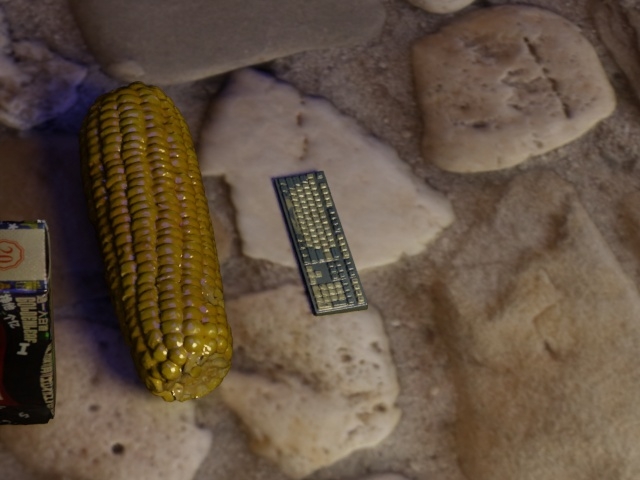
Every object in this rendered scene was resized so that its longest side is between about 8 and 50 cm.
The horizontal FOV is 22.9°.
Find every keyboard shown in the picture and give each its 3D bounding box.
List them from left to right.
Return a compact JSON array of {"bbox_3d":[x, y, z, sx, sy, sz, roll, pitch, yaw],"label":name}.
[{"bbox_3d":[0.000,0.001,1.598,0.055,0.014,0.176,-9,53,-12],"label":"keyboard"}]

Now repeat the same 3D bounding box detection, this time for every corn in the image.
[{"bbox_3d":[-0.160,-0.008,1.510,0.120,0.120,0.363,-5,51,-13],"label":"corn"}]

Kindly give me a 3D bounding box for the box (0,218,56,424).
[{"bbox_3d":[-0.385,0.075,1.356,0.310,0.198,0.084,-1,50,-9],"label":"box"}]
